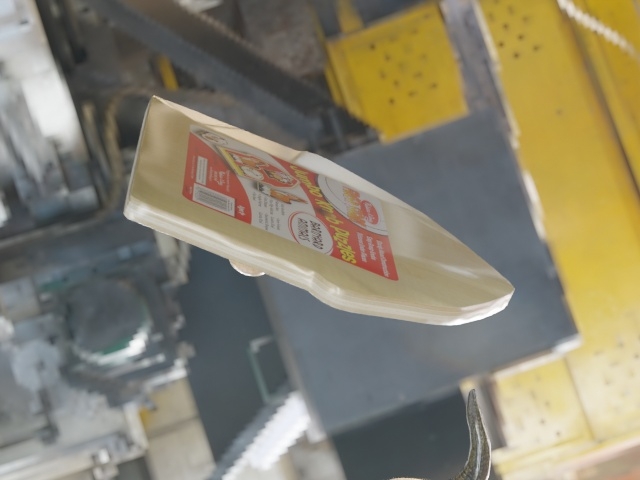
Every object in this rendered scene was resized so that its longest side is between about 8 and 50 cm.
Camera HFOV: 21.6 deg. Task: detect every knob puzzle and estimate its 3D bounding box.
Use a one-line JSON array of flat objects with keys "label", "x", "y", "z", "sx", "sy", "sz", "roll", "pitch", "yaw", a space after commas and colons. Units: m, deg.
[{"label": "knob puzzle", "x": 0.000, "y": 0.000, "z": 0.801, "sx": 0.213, "sy": 0.213, "sz": 0.030, "roll": -5, "pitch": 123, "yaw": -58}]

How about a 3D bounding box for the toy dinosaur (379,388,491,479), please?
[{"label": "toy dinosaur", "x": -0.004, "y": 0.199, "z": 0.845, "sx": 0.121, "sy": 0.313, "sz": 0.160, "roll": 13, "pitch": -165, "yaw": 0}]
